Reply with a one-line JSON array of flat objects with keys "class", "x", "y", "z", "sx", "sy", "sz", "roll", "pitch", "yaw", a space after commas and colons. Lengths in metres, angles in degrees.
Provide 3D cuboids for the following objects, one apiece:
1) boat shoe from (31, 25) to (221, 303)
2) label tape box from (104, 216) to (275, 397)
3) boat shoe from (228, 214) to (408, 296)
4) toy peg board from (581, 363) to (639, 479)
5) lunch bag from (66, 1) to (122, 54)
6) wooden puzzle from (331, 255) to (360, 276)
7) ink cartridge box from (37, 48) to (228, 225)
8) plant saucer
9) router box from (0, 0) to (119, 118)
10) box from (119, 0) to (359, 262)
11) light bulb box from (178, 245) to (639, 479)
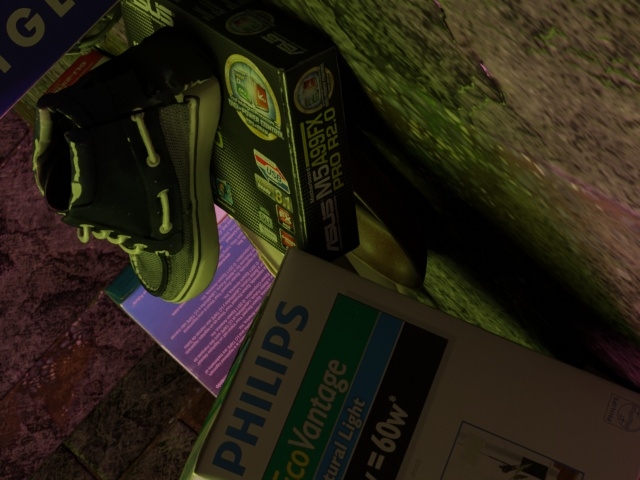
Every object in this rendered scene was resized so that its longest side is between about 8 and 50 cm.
[{"class": "boat shoe", "x": -0.187, "y": -0.041, "z": 1.629, "sx": 0.127, "sy": 0.158, "sz": 0.340, "roll": 45, "pitch": 150, "yaw": 31}, {"class": "label tape box", "x": -0.097, "y": 0.102, "z": 2.450, "sx": 0.333, "sy": 0.240, "sz": 0.106, "roll": 46, "pitch": 171, "yaw": -20}, {"class": "boat shoe", "x": -0.010, "y": 0.011, "z": 2.052, "sx": 0.324, "sy": 0.116, "sz": 0.097, "roll": 49, "pitch": 175, "yaw": -12}, {"class": "toy peg board", "x": 0.317, "y": 0.223, "z": 1.707, "sx": 0.161, "sy": 0.079, "sz": 0.160, "roll": 33, "pitch": 167, "yaw": 46}, {"class": "lunch bag", "x": -0.337, "y": -0.295, "z": 1.764, "sx": 0.256, "sy": 0.212, "sz": 0.305, "roll": 28, "pitch": 178, "yaw": -23}, {"class": "wooden puzzle", "x": -0.054, "y": -0.061, "z": 1.826, "sx": 0.239, "sy": 0.044, "sz": 0.221, "roll": 42, "pitch": 173, "yaw": 37}, {"class": "ink cartridge box", "x": -0.235, "y": -0.131, "z": 2.358, "sx": 0.197, "sy": 0.114, "sz": 0.273, "roll": 49, "pitch": 169, "yaw": -32}, {"class": "plant saucer", "x": 0.002, "y": -0.071, "z": 1.800, "sx": 0.310, "sy": 0.050, "sz": 0.310, "roll": 41, "pitch": 171, "yaw": 7}, {"class": "router box", "x": -0.273, "y": -0.192, "z": 1.476, "sx": 0.082, "sy": 0.335, "sz": 0.301, "roll": 47, "pitch": 171, "yaw": -21}, {"class": "box", "x": -0.078, "y": -0.122, "z": 1.601, "sx": 0.270, "sy": 0.060, "sz": 0.216, "roll": 35, "pitch": 145, "yaw": 42}, {"class": "light bulb box", "x": 0.068, "y": 0.217, "z": 1.639, "sx": 0.361, "sy": 0.225, "sz": 0.358, "roll": 23, "pitch": 160, "yaw": -2}]
